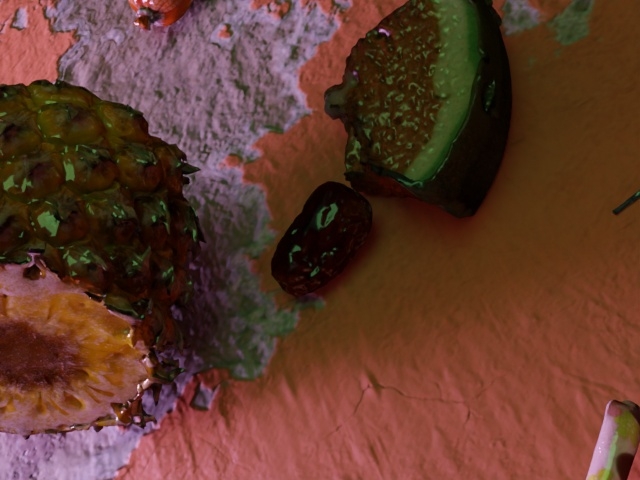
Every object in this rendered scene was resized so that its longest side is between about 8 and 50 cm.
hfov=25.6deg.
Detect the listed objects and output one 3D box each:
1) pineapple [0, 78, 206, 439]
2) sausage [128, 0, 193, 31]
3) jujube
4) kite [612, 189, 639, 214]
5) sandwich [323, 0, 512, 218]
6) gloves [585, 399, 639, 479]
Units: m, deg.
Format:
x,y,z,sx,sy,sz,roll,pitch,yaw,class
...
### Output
x,y,z,sx,sy,sz,roll,pitch,yaw,class
-0.281,0.014,1.453,0.352,0.352,0.300,-8,45,23,pineapple
-0.175,-0.394,1.821,0.093,0.093,0.312,4,62,30,sausage
0.000,0.000,1.468,0.077,0.077,0.129,32,81,39,jujube
0.381,-0.037,1.334,0.160,0.010,0.183,-42,49,-4,kite
0.108,-0.137,1.489,0.212,0.109,0.292,-24,48,19,sandwich
0.288,0.218,1.139,0.241,0.126,0.145,-57,28,-13,gloves
